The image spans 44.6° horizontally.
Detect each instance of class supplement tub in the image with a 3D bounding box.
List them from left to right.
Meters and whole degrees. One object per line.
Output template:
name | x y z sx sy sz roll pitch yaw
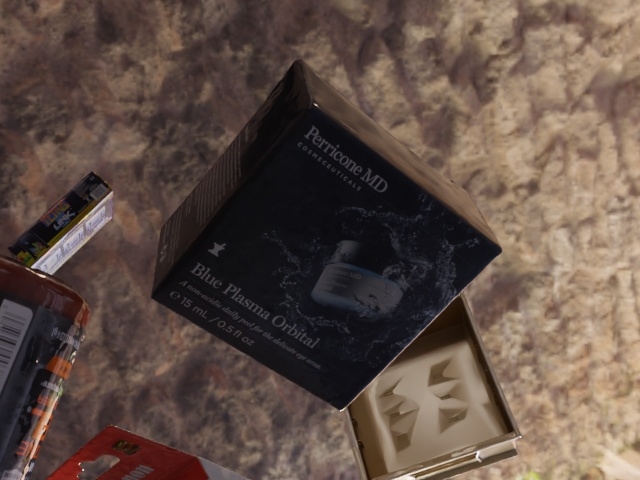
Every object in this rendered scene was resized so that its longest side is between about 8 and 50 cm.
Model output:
supplement tub | -0.203 0.107 0.412 0.106 0.106 0.198 46 -124 -56

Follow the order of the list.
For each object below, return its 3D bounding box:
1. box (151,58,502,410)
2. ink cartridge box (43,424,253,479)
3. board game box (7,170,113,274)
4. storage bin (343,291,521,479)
box | 0.000 0.000 0.506 0.156 0.158 0.093 34 -160 -21
ink cartridge box | -0.211 0.430 1.164 0.384 0.308 0.091 30 -136 -21
board game box | -0.397 -0.015 1.208 0.170 0.048 0.141 -48 2 -22
storage bin | 0.159 0.255 1.288 0.123 0.260 0.262 63 -172 -58
